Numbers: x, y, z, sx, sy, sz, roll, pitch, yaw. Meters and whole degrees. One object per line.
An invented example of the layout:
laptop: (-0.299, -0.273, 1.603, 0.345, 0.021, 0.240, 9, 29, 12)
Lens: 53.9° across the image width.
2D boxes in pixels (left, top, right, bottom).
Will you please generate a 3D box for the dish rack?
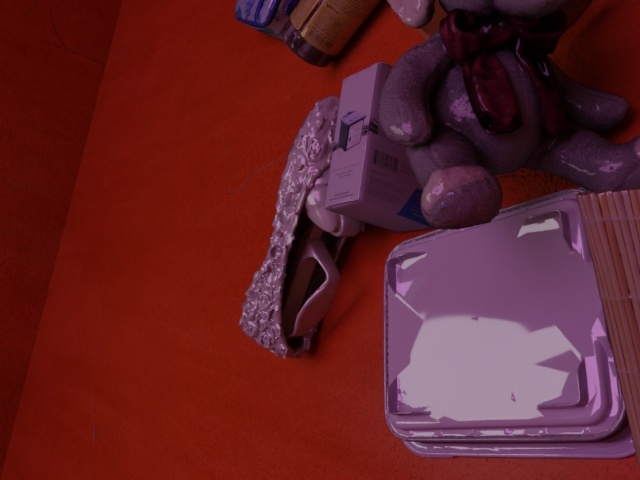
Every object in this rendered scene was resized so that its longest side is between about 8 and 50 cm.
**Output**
dish rack: (0.185, 0.094, 0.708, 0.333, 0.072, 0.285, -20, 60, 46)

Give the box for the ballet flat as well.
ballet flat: (0.000, 0.000, 0.932, 0.147, 0.147, 0.409, 45, 122, 50)

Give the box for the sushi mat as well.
sushi mat: (0.295, 0.108, 0.472, 0.151, 0.019, 0.316, -7, 101, 51)

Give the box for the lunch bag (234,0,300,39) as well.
lunch bag: (-0.083, -0.534, 1.291, 0.176, 0.090, 0.219, 41, 110, 48)

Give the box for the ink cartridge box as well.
ink cartridge box: (0.093, -0.120, 0.851, 0.082, 0.140, 0.190, -11, 67, 52)

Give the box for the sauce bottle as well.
sauce bottle: (0.072, -0.445, 1.037, 0.344, 0.111, 0.111, -44, 45, 31)

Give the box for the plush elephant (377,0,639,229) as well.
plush elephant: (0.183, -0.200, 0.632, 0.330, 0.272, 0.255, -119, 27, -55)

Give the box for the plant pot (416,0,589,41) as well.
plant pot: (0.186, -0.390, 0.788, 0.291, 0.203, 0.291, -25, 57, 46)
